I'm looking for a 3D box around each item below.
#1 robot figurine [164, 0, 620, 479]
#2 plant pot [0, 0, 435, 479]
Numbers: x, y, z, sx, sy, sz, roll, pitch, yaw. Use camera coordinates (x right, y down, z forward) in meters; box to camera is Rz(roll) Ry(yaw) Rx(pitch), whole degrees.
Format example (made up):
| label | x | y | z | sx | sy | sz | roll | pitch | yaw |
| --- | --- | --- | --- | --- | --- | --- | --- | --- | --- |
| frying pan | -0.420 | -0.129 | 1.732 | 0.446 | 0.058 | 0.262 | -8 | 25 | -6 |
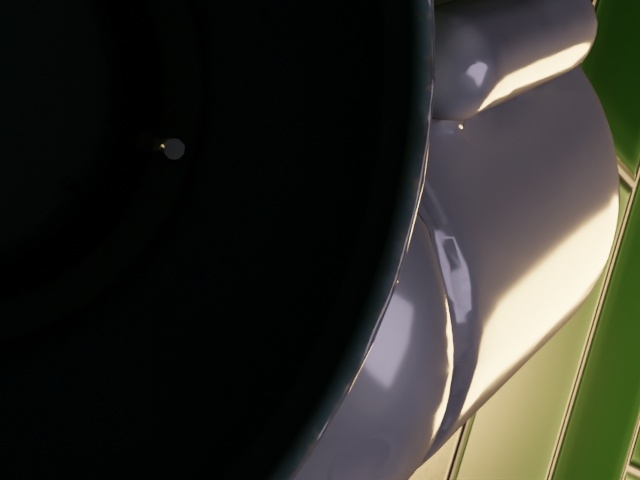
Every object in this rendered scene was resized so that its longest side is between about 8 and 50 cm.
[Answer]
| label | x | y | z | sx | sy | sz | roll | pitch | yaw |
| --- | --- | --- | --- | --- | --- | --- | --- | --- | --- |
| robot figurine | 0.000 | 0.000 | 0.724 | 0.300 | 0.200 | 0.353 | -52 | 170 | 35 |
| plant pot | -0.121 | -0.042 | 0.433 | 0.196 | 0.293 | 0.293 | -66 | 168 | -87 |
